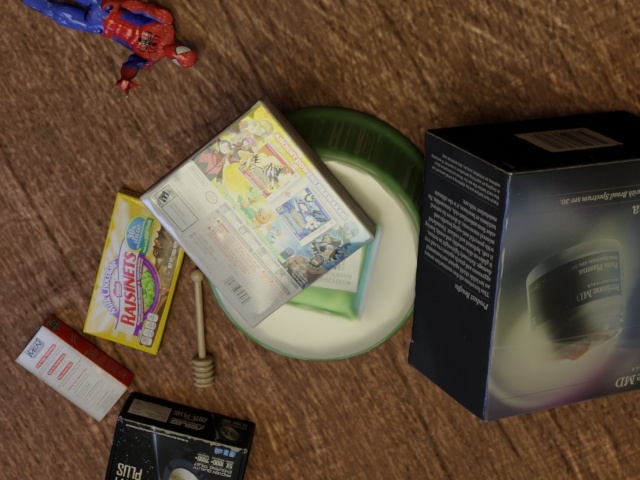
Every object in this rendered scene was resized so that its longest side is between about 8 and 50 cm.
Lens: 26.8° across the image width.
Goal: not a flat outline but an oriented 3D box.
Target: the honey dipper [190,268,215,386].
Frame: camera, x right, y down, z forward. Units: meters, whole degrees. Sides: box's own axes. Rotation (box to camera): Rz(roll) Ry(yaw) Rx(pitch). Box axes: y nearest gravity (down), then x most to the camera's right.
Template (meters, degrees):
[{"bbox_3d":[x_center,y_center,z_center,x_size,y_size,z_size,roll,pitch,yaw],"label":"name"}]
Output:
[{"bbox_3d":[-0.159,0.114,1.771,0.030,0.030,0.161,-1,106,7],"label":"honey dipper"}]

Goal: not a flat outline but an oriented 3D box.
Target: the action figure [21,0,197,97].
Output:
[{"bbox_3d":[-0.281,-0.264,1.595,0.280,0.139,0.091,24,112,-5],"label":"action figure"}]

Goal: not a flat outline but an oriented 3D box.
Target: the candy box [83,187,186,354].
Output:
[{"bbox_3d":[-0.237,0.042,1.753,0.105,0.027,0.206,18,110,3],"label":"candy box"}]

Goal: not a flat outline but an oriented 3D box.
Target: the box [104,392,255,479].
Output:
[{"bbox_3d":[-0.193,0.305,1.814,0.180,0.077,0.147,15,111,1],"label":"box"}]

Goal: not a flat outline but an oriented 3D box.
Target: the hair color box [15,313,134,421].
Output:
[{"bbox_3d":[-0.328,0.171,1.800,0.141,0.043,0.072,38,109,-9],"label":"hair color box"}]

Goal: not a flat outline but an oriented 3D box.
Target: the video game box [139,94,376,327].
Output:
[{"bbox_3d":[-0.071,-0.032,1.538,0.187,0.048,0.205,-36,102,19],"label":"video game box"}]

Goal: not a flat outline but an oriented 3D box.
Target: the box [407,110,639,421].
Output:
[{"bbox_3d":[0.276,0.023,1.545,0.296,0.183,0.294,-8,114,-26],"label":"box"}]

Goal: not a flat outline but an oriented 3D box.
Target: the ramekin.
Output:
[{"bbox_3d":[0.000,0.000,1.646,0.303,0.148,0.303,2,110,6],"label":"ramekin"}]
